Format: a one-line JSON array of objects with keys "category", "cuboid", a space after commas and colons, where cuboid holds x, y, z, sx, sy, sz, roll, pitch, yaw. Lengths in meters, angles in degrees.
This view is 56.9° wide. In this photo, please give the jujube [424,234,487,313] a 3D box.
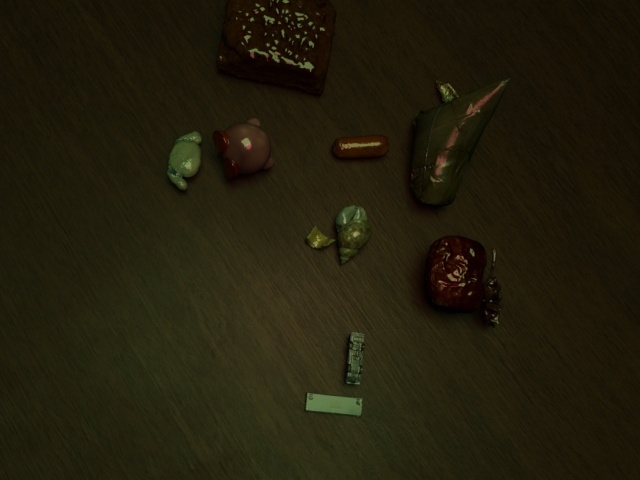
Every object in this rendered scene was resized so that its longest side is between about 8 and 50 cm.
[{"category": "jujube", "cuboid": [0.422, 0.106, 1.859, 0.212, 0.213, 0.233, 13, 78, -6]}]

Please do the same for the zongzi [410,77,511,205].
[{"category": "zongzi", "cuboid": [0.450, -0.300, 1.904, 0.174, 0.392, 0.357, 14, 74, -30]}]

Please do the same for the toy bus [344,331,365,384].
[{"category": "toy bus", "cuboid": [0.102, 0.360, 1.801, 0.051, 0.061, 0.153, 9, 73, -9]}]

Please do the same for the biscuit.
[{"category": "biscuit", "cuboid": [-0.142, -0.710, 2.034, 0.394, 0.166, 0.343, 10, 74, -8]}]

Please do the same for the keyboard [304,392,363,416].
[{"category": "keyboard", "cuboid": [0.041, 0.493, 1.774, 0.176, 0.014, 0.056, 8, 73, -8]}]

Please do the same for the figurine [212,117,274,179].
[{"category": "figurine", "cuboid": [-0.239, -0.296, 1.888, 0.173, 0.173, 0.174, 3, 73, -9]}]

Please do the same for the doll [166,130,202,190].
[{"category": "doll", "cuboid": [-0.434, -0.261, 1.892, 0.103, 0.071, 0.214, 11, 68, -8]}]

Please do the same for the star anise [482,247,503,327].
[{"category": "star anise", "cuboid": [0.552, 0.167, 1.902, 0.073, 0.177, 0.234, 5, 54, 14]}]

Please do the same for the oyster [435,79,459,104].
[{"category": "oyster", "cuboid": [0.468, -0.531, 2.157, 0.085, 0.029, 0.132, -1, 70, -17]}]

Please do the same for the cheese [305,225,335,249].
[{"category": "cheese", "cuboid": [0.001, 0.001, 1.905, 0.084, 0.041, 0.060, 27, 62, 16]}]

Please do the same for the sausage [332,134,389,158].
[{"category": "sausage", "cuboid": [0.137, -0.318, 2.010, 0.197, 0.076, 0.077, -5, 74, -10]}]

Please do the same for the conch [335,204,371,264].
[{"category": "conch", "cuboid": [0.107, -0.028, 1.904, 0.116, 0.106, 0.173, -7, 60, -4]}]
